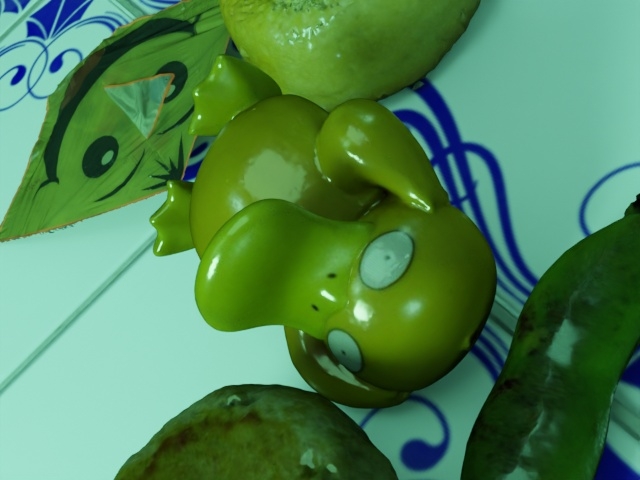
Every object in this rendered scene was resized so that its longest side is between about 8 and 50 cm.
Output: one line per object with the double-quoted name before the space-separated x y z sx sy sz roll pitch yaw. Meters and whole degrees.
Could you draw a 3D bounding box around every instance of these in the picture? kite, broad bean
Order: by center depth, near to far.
"broad bean" 0.137 0.093 0.563 0.077 0.061 0.339 18 70 28
"kite" -0.194 -0.121 0.944 0.377 0.013 0.327 -47 41 2

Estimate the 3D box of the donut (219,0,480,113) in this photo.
"donut" 0.025 -0.247 0.848 0.278 0.108 0.277 -18 51 23

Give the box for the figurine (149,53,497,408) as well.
"figurine" 0.001 -0.004 0.651 0.215 0.215 0.228 -37 34 5

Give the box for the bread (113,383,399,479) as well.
"bread" -0.039 0.203 0.560 0.230 0.123 0.230 -17 53 24
